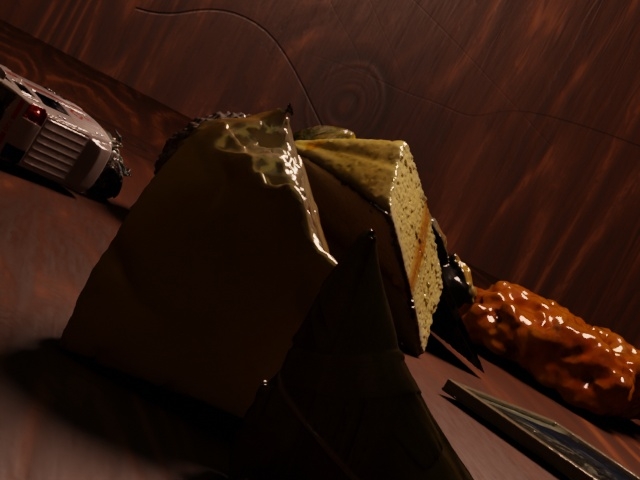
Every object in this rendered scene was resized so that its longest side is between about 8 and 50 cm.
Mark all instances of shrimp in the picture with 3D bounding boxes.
[{"bbox_3d":[-0.253,-0.081,1.816,0.082,0.076,0.174,-14,20,-9],"label":"shrimp"}]

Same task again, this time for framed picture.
[{"bbox_3d":[0.274,0.232,1.664,0.209,0.019,0.281,23,7,-46],"label":"framed picture"}]

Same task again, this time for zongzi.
[{"bbox_3d":[0.061,0.105,0.917,0.189,0.178,0.081,28,23,-3],"label":"zongzi"}]

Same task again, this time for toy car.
[{"bbox_3d":[-0.310,-0.119,1.648,0.108,0.089,0.210,39,7,38],"label":"toy car"}]

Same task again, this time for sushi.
[{"bbox_3d":[0.132,-0.005,2.078,0.294,0.059,0.292,67,-9,-15],"label":"sushi"}]

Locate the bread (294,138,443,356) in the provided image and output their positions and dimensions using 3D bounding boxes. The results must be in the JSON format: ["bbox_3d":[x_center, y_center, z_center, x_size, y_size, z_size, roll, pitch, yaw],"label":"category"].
[{"bbox_3d":[0.031,0.007,1.863,0.178,0.135,0.240,2,-45,18],"label":"bread"}]

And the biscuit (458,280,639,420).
[{"bbox_3d":[0.343,0.153,2.298,0.318,0.110,0.312,31,7,26],"label":"biscuit"}]

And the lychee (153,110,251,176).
[{"bbox_3d":[-0.102,-0.061,1.793,0.165,0.165,0.197,27,-22,-9],"label":"lychee"}]

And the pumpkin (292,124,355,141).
[{"bbox_3d":[0.001,0.004,2.063,0.111,0.163,0.278,-79,149,-61],"label":"pumpkin"}]

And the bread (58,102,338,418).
[{"bbox_3d":[-0.022,0.021,1.110,0.224,0.211,0.183,24,-2,7],"label":"bread"}]
